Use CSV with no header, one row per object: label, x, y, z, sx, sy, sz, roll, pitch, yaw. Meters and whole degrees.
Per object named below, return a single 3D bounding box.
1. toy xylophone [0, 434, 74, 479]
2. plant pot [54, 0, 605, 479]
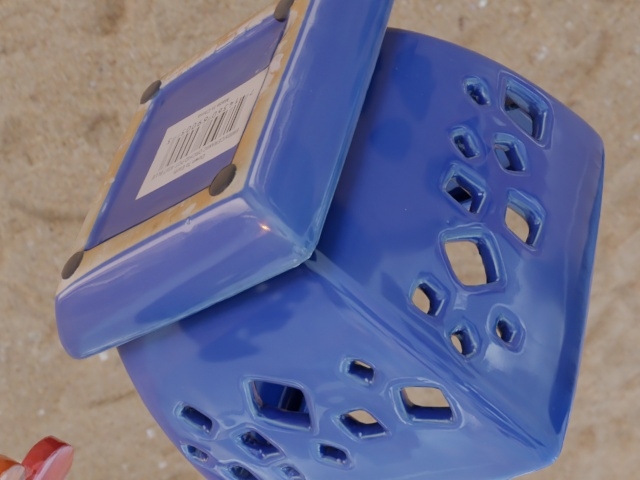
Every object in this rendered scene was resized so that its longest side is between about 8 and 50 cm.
toy xylophone,-0.220,0.189,0.524,0.236,0.081,0.322,-64,168,2
plant pot,0.000,0.000,0.716,0.212,0.236,0.236,40,138,-26
